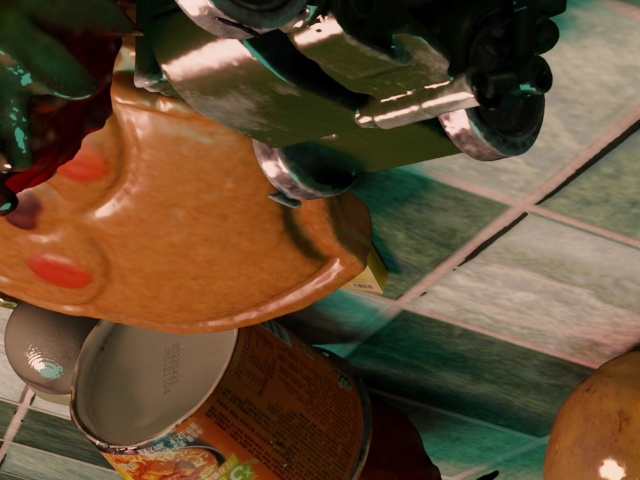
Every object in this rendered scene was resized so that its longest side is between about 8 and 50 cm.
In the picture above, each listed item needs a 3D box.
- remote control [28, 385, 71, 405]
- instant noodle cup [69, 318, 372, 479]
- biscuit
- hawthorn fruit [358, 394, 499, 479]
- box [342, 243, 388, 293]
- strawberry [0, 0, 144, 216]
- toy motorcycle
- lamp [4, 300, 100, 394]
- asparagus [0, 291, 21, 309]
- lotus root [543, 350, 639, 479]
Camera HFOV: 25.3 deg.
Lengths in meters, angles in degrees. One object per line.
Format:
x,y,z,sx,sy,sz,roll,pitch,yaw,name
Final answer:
-0.182,0.185,1.599,0.310,0.038,0.090,10,159,9,remote control
-0.096,0.146,1.240,0.230,0.230,0.182,-3,145,34,instant noodle cup
-0.187,-0.049,0.945,0.455,0.078,0.350,16,152,-7,biscuit
0.031,0.255,1.437,0.300,0.254,0.254,-15,157,-3,hawthorn fruit
0.000,0.000,1.078,0.073,0.020,0.149,6,157,19,box
-0.192,-0.142,0.681,0.280,0.150,0.253,-9,117,56,strawberry
-0.001,-0.106,0.704,0.205,0.127,0.275,-9,156,45,toy motorcycle
-0.242,0.093,1.327,0.105,0.105,0.105,11,158,5,lamp
-0.240,0.076,1.392,0.248,0.024,0.025,16,-160,-7,asparagus
0.277,0.170,1.145,0.183,0.182,0.310,11,149,6,lotus root
